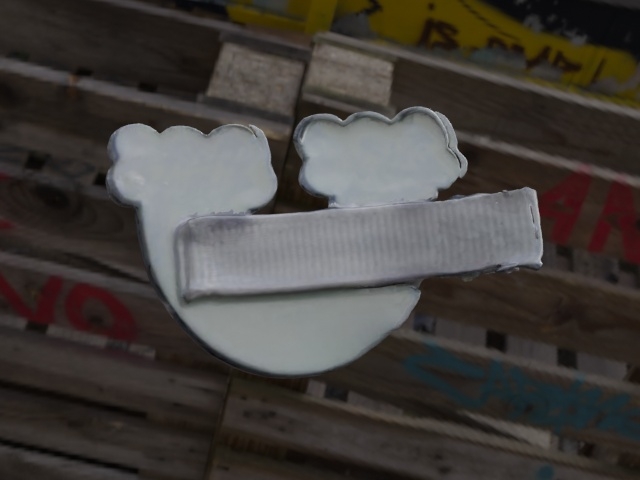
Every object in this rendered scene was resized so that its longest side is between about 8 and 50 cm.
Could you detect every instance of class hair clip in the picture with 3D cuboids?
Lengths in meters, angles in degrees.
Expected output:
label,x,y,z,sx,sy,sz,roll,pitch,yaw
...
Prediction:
label,x,y,z,sx,sy,sz,roll,pitch,yaw
hair clip,0.000,0.000,0.536,0.220,0.054,0.140,-5,85,1
